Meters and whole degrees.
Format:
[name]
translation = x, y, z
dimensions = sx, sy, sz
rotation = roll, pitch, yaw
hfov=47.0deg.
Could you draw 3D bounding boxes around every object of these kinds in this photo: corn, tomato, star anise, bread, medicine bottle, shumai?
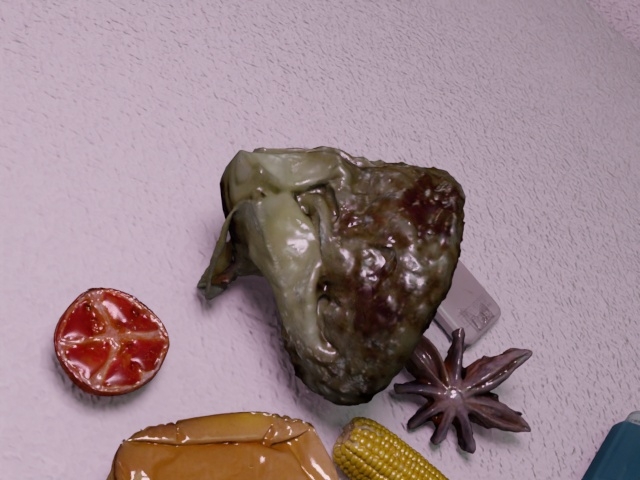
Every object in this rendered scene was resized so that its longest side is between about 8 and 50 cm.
[corn]
translation = 0.129, 0.359, 1.093
dimensions = 0.244, 0.093, 0.093
rotation = 37, 49, -3
[tomato]
translation = -0.292, 0.149, 1.007
dimensions = 0.156, 0.069, 0.155
rotation = 17, 50, -22
[star anise]
translation = 0.229, 0.245, 1.216
dimensions = 0.258, 0.110, 0.198
rotation = 9, 80, -6
[bread]
translation = -0.130, 0.330, 0.931
dimensions = 0.288, 0.156, 0.204
rotation = -8, 56, -30
[medicine bottle]
translation = 0.543, 0.413, 1.303
dimensions = 0.124, 0.079, 0.258
rotation = 44, 48, 8
[shumai]
translation = 0.000, 0.000, 1.087
dimensions = 0.348, 0.395, 0.395
rotation = 31, 50, -11

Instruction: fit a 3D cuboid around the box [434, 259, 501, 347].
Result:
[box]
translation = 0.213, 0.059, 1.372
dimensions = 0.285, 0.044, 0.142
rotation = 50, 47, 8
